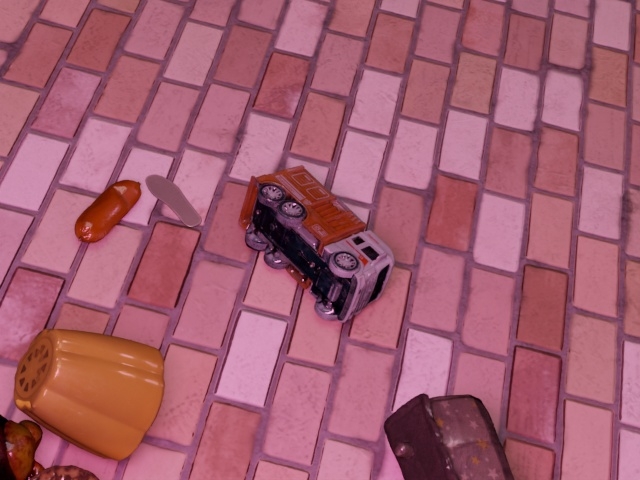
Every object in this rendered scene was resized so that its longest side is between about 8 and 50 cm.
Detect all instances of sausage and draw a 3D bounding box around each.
[{"bbox_3d":[-0.394,-0.054,2.192,0.062,0.054,0.183,47,48,-14],"label":"sausage"}]

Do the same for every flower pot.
[{"bbox_3d":[-0.365,0.224,1.838,0.179,0.195,0.195,27,41,-32],"label":"flower pot"}]

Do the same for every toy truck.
[{"bbox_3d":[0.000,0.000,2.176,0.162,0.136,0.305,-23,56,-38],"label":"toy truck"}]

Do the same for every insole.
[{"bbox_3d":[-0.280,-0.077,2.267,0.053,0.002,0.153,-27,60,-29],"label":"insole"}]

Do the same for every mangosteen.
[{"bbox_3d":[-0.504,0.338,1.751,0.210,0.210,0.210,6,50,-7],"label":"mangosteen"}]

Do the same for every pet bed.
[{"bbox_3d":[0.193,0.365,1.876,0.159,0.183,0.211,-3,51,-17],"label":"pet bed"}]

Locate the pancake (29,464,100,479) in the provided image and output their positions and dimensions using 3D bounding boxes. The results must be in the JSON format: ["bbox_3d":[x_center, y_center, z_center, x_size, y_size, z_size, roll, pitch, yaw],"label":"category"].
[{"bbox_3d":[-0.375,0.427,1.737,0.199,0.021,0.199,4,83,-39],"label":"pancake"}]
